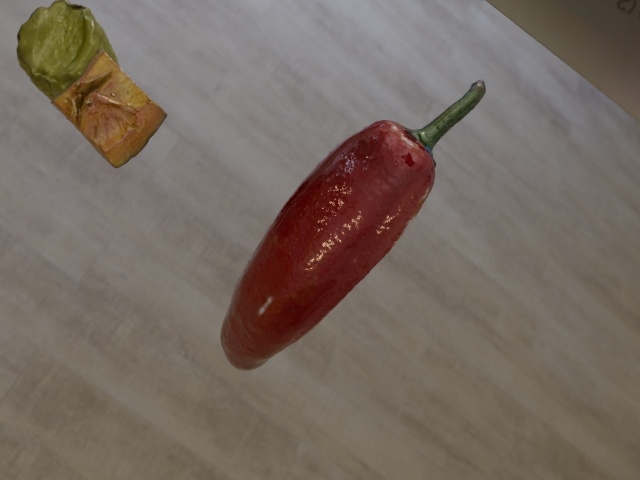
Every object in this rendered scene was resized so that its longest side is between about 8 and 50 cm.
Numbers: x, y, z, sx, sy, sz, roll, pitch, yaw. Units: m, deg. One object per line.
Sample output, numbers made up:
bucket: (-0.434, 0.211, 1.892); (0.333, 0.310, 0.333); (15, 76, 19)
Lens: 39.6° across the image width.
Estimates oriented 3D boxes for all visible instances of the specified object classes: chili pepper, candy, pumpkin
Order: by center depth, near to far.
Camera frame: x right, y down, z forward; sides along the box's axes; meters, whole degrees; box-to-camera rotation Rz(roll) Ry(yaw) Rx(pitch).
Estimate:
chili pepper: (-0.005, 0.006, 0.753); (0.092, 0.368, 0.137); (43, 30, -3)
pumpkin: (-0.189, -0.122, 0.788); (0.101, 0.035, 0.073); (41, 71, 11)
candy: (-0.290, -0.203, 1.081); (0.094, 0.199, 0.106); (33, 81, 10)

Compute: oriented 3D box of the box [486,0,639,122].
box: (0.177, -0.181, 0.379); (0.106, 0.251, 0.203); (-37, 71, -28)
